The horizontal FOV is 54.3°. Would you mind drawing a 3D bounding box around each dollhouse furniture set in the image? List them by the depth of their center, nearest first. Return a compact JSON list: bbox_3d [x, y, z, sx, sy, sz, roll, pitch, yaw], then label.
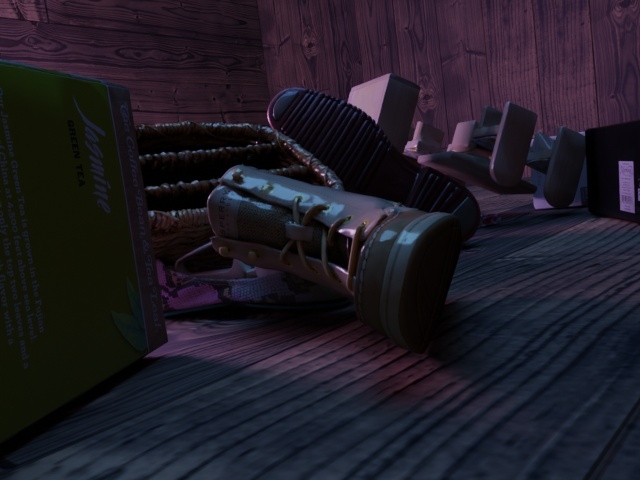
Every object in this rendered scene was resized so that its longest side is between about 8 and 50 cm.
[{"bbox_3d":[0.232,-0.125,1.233,0.394,0.257,0.362,17,-4,-24],"label":"dollhouse furniture set"}]

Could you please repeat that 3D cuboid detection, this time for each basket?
[{"bbox_3d":[-0.158,-0.073,0.783,0.299,0.213,0.223,-11,-21,-31],"label":"basket"}]

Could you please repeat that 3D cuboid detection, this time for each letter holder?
[{"bbox_3d":[0.565,-0.115,0.958,0.214,0.152,0.302,-5,6,6],"label":"letter holder"}]

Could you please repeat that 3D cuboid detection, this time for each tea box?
[{"bbox_3d":[-0.328,0.018,0.392,0.329,0.220,0.323,-6,5,14],"label":"tea box"}]

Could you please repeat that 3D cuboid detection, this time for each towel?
[{"bbox_3d":[0.215,-0.029,1.166,0.197,0.029,0.144,-6,6,-21],"label":"towel"}]

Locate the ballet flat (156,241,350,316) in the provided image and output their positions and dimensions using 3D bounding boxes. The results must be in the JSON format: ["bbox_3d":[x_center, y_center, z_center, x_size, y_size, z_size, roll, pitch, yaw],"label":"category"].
[{"bbox_3d":[-0.078,0.033,0.636,0.221,0.079,0.077,-5,9,19],"label":"ballet flat"}]

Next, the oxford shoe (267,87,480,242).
[{"bbox_3d":[0.065,-0.094,0.936,0.123,0.348,0.130,-53,0,-14],"label":"oxford shoe"}]

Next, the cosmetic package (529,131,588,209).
[{"bbox_3d":[0.555,-0.152,1.306,0.183,0.151,0.151,-4,6,40],"label":"cosmetic package"}]

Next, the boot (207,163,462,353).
[{"bbox_3d":[0.000,0.000,0.473,0.203,0.095,0.262,17,7,13],"label":"boot"}]
